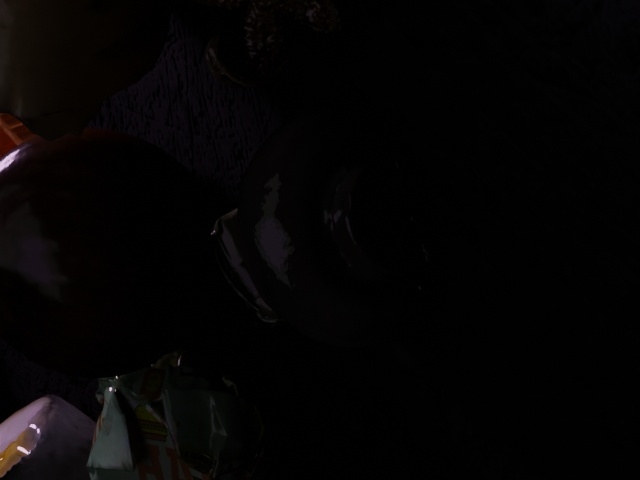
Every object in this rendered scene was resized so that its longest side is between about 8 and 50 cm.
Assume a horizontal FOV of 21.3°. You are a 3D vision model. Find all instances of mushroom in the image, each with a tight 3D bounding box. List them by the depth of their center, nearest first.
[{"bbox_3d":[0.000,0.000,1.280,0.188,0.117,0.141,68,164,-6],"label":"mushroom"}]

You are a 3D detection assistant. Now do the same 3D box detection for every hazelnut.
[{"bbox_3d":[-0.210,0.016,1.522,0.218,0.218,0.234,31,119,50],"label":"hazelnut"}]

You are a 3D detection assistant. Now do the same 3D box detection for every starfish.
[{"bbox_3d":[-0.039,-0.200,1.208,0.190,0.074,0.146,-33,97,34],"label":"starfish"}]

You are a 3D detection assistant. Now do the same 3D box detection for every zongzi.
[{"bbox_3d":[-0.053,0.037,1.450,0.109,0.055,0.119,59,162,15],"label":"zongzi"}]

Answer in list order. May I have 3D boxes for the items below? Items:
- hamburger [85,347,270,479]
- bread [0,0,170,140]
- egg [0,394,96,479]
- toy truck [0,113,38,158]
[{"bbox_3d":[-0.140,0.189,1.628,0.235,0.125,0.214,43,137,34],"label":"hamburger"},{"bbox_3d":[-0.238,-0.273,1.415,0.316,0.211,0.270,39,133,31],"label":"bread"},{"bbox_3d":[-0.297,0.397,1.840,0.340,0.354,0.354,48,154,-11],"label":"egg"},{"bbox_3d":[-0.271,-0.006,1.708,0.114,0.135,0.270,44,143,38],"label":"toy truck"}]
